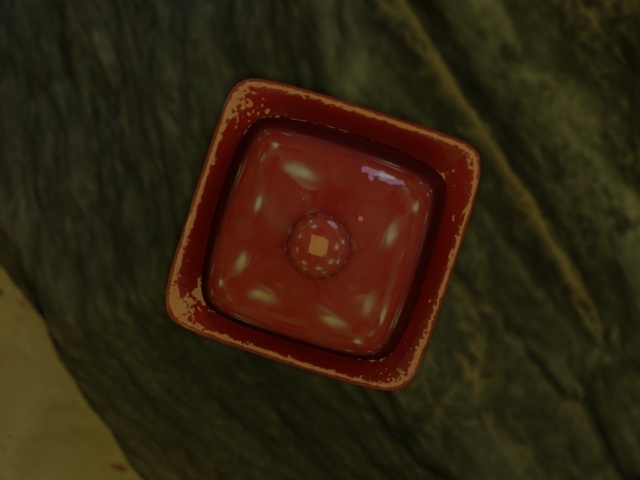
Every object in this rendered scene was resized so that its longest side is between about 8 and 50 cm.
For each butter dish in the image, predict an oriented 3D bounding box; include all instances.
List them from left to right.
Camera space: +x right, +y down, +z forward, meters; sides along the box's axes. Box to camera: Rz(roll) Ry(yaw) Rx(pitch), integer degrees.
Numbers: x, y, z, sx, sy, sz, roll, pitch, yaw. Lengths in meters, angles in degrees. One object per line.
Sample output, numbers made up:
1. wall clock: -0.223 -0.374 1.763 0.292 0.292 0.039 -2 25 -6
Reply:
1. butter dish: 0.000 0.000 0.960 0.160 0.118 0.159 18 95 0
